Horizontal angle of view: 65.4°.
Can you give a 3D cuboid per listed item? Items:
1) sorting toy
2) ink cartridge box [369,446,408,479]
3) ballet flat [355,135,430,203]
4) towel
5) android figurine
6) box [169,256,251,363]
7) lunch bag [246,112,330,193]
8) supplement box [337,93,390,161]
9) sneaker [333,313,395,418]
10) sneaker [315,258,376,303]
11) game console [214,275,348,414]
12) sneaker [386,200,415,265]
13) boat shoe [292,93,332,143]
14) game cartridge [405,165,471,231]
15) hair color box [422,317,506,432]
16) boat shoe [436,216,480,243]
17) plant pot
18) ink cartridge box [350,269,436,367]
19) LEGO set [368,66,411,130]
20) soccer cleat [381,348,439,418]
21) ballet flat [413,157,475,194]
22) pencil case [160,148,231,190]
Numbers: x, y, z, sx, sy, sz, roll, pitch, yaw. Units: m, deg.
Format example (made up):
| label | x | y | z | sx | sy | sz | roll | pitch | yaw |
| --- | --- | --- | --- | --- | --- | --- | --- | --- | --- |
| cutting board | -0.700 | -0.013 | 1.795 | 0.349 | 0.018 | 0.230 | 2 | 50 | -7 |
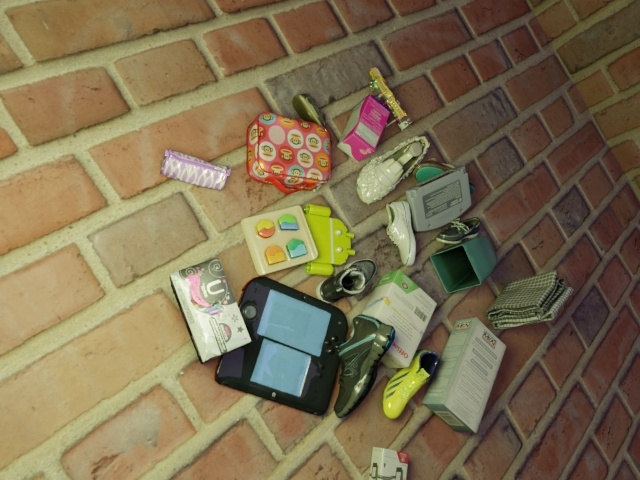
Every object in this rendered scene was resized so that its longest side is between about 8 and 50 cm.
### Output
| label | x | y | z | sx | sy | sz | roll | pitch | yaw |
| --- | --- | --- | --- | --- | --- | --- | --- | --- | --- |
| sorting toy | -0.130 | -0.005 | 1.597 | 0.208 | 0.038 | 0.193 | -17 | 79 | -18 |
| ink cartridge box | 0.218 | 0.754 | 1.604 | 0.109 | 0.063 | 0.150 | 21 | 65 | -25 |
| ballet flat | 0.289 | -0.296 | 1.933 | 0.409 | 0.147 | 0.147 | -43 | 100 | -33 |
| towel | 0.834 | 0.241 | 2.014 | 0.235 | 0.284 | 0.121 | -34 | 94 | -36 |
| android figurine | 0.000 | 0.000 | 1.709 | 0.273 | 0.056 | 0.248 | 9 | 70 | -28 |
| box | -0.302 | 0.194 | 1.366 | 0.142 | 0.163 | 0.247 | -21 | 81 | -20 |
| lunch bag | -0.103 | -0.280 | 1.690 | 0.293 | 0.120 | 0.258 | 7 | 72 | -31 |
| supplement box | 0.167 | -0.429 | 1.909 | 0.114 | 0.111 | 0.220 | 35 | 61 | -19 |
| sneaker | 0.113 | 0.397 | 1.584 | 0.341 | 0.140 | 0.125 | -65 | 158 | 6 |
| sneaker | 0.121 | 0.128 | 1.683 | 0.268 | 0.153 | 0.101 | -27 | 91 | -35 |
| game console | -0.104 | 0.321 | 1.542 | 0.386 | 0.060 | 0.342 | 26 | 63 | -22 |
| sneaker | 0.296 | -0.026 | 1.891 | 0.091 | 0.094 | 0.258 | -1 | 71 | -14 |
| boat shoe | -0.015 | -0.442 | 1.820 | 0.073 | 0.080 | 0.223 | -34 | 90 | -29 |
| game cartridge | 0.473 | -0.157 | 1.988 | 0.297 | 0.062 | 0.198 | -24 | 118 | -23 |
| hair color box | 0.541 | 0.494 | 1.857 | 0.185 | 0.113 | 0.374 | 43 | 58 | -14 |
| boat shoe | 0.569 | -0.044 | 2.036 | 0.254 | 0.095 | 0.079 | -11 | 121 | -35 |
| plant pot | 0.594 | 0.078 | 1.996 | 0.234 | 0.166 | 0.165 | -24 | 88 | -43 |
| ink cartridge box | 0.258 | 0.276 | 1.744 | 0.201 | 0.117 | 0.278 | 42 | 58 | -14 |
| LEGO set | 0.253 | -0.567 | 2.036 | 0.287 | 0.107 | 0.132 | 56 | 21 | 0 |
| soccer cleat | 0.311 | 0.483 | 1.711 | 0.093 | 0.121 | 0.289 | 50 | 57 | -10 |
| ballet flat | 0.508 | -0.281 | 2.088 | 0.342 | 0.116 | 0.124 | 12 | 49 | -29 |
| pencil case | -0.380 | -0.213 | 1.517 | 0.206 | 0.088 | 0.086 | 11 | 68 | -28 |
